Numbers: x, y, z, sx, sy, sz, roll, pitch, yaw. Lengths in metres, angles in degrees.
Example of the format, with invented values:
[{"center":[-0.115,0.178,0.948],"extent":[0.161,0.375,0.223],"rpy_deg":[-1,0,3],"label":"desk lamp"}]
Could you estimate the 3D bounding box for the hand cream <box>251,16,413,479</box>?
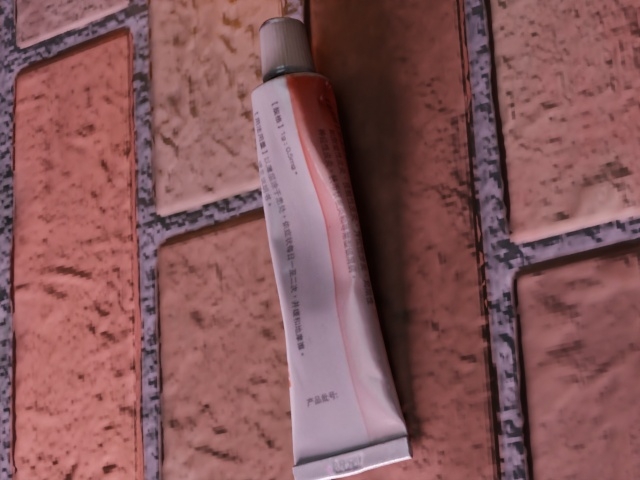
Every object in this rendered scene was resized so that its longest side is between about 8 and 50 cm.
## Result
[{"center":[0.000,0.000,0.839],"extent":[0.052,0.038,0.216],"rpy_deg":[-32,63,55],"label":"hand cream"}]
